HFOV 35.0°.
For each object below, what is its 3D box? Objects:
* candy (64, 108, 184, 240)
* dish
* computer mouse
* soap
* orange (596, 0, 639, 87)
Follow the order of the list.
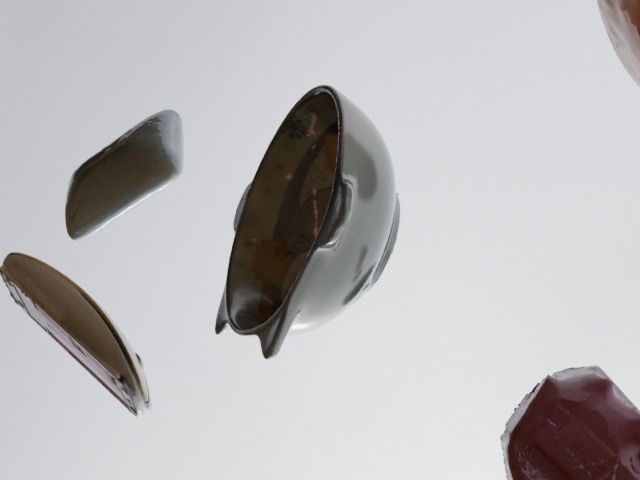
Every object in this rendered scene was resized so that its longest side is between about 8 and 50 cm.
[{"bbox_3d":[-0.245,-0.083,1.266,0.174,0.071,0.138,-32,-145,17],"label":"candy"},{"bbox_3d":[0.000,0.000,0.794,0.227,0.086,0.236,-64,-160,18],"label":"dish"},{"bbox_3d":[-0.268,0.099,1.146,0.245,0.056,0.126,38,-24,25],"label":"computer mouse"},{"bbox_3d":[0.345,0.313,1.228,0.220,0.127,0.325,-43,-90,-4],"label":"soap"},{"bbox_3d":[0.378,-0.242,0.654,0.424,0.424,0.326,-37,-131,38],"label":"orange"}]
